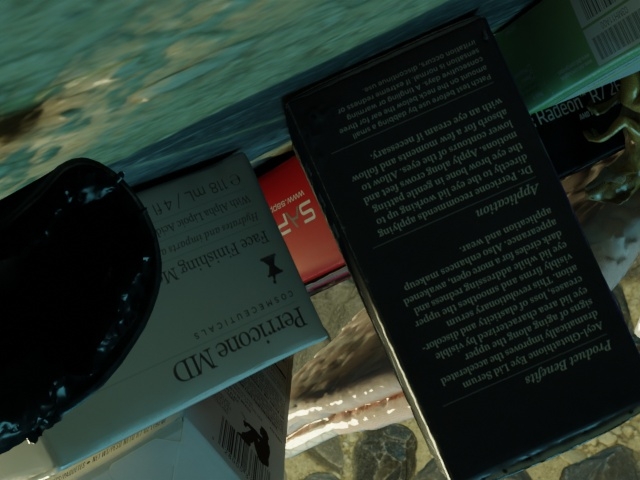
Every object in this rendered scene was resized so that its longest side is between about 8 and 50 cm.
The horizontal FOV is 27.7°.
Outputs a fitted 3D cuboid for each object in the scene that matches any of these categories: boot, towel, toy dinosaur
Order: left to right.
[{"bbox_3d":[-0.187,0.057,0.408,0.246,0.094,0.207,-32,-173,-41],"label":"boot"},{"bbox_3d":[0.132,0.043,1.047,0.317,0.053,0.332,-27,-168,50],"label":"towel"},{"bbox_3d":[0.224,-0.106,0.818,0.064,0.112,0.211,-44,172,-37],"label":"toy dinosaur"}]

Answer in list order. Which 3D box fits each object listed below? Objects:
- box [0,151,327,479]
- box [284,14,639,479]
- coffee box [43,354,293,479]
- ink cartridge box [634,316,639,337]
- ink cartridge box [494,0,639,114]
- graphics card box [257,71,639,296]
[{"bbox_3d":[-0.128,0.053,0.738,0.181,0.119,0.182,-24,178,-36],"label":"box"},{"bbox_3d":[0.070,0.009,0.678,0.108,0.207,0.153,-25,178,-1],"label":"box"},{"bbox_3d":[-0.121,0.126,1.006,0.168,0.119,0.297,-31,-158,15],"label":"coffee box"},{"bbox_3d":[0.343,-0.053,0.943,0.201,0.117,0.278,-49,155,-36],"label":"ink cartridge box"},{"bbox_3d":[0.226,-0.148,0.683,0.235,0.056,0.171,-22,178,-16],"label":"ink cartridge box"},{"bbox_3d":[0.098,-0.056,0.969,0.371,0.094,0.233,-22,176,-40],"label":"graphics card box"}]
